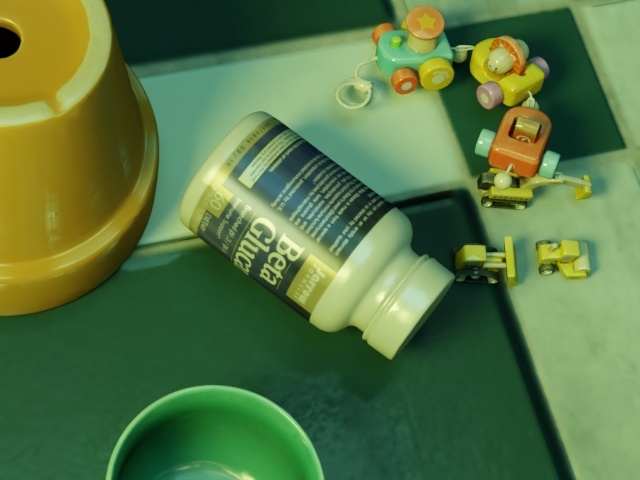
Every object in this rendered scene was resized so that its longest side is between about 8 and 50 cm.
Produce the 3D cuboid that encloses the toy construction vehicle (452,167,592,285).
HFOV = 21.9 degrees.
[{"bbox_3d":[0.141,-0.011,1.142,0.098,0.035,0.085,5,64,-8],"label":"toy construction vehicle"}]

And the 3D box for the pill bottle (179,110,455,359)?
[{"bbox_3d":[0.000,0.000,1.078,0.169,0.094,0.094,37,64,8],"label":"pill bottle"}]

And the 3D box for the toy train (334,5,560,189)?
[{"bbox_3d":[0.100,-0.109,1.155,0.166,0.046,0.125,23,51,11],"label":"toy train"}]

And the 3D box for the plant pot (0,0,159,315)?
[{"bbox_3d":[-0.198,-0.082,1.028,0.205,0.188,0.205,4,64,-8],"label":"plant pot"}]

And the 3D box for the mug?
[{"bbox_3d":[-0.065,0.175,0.981,0.129,0.097,0.157,0,66,-11],"label":"mug"}]
